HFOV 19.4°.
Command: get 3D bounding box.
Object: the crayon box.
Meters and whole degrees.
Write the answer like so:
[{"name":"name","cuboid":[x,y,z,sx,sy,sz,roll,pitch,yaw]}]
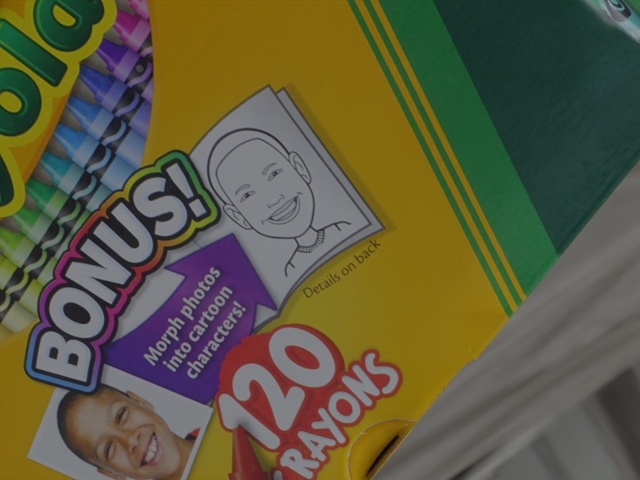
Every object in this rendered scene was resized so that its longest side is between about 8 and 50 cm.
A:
[{"name":"crayon box","cuboid":[-0.036,0.000,0.551,0.165,0.278,0.081,36,24,0]}]
